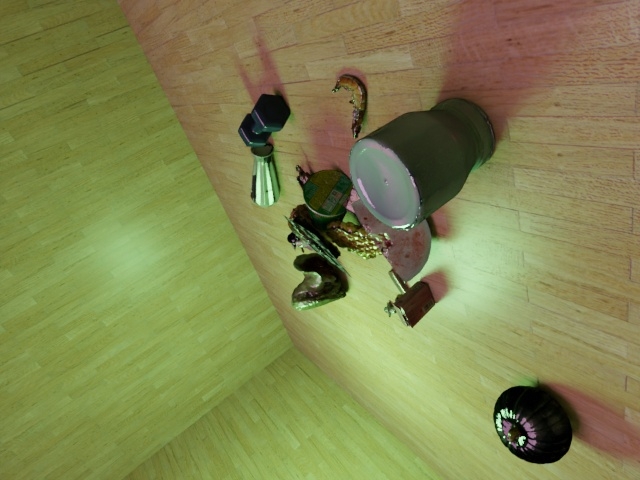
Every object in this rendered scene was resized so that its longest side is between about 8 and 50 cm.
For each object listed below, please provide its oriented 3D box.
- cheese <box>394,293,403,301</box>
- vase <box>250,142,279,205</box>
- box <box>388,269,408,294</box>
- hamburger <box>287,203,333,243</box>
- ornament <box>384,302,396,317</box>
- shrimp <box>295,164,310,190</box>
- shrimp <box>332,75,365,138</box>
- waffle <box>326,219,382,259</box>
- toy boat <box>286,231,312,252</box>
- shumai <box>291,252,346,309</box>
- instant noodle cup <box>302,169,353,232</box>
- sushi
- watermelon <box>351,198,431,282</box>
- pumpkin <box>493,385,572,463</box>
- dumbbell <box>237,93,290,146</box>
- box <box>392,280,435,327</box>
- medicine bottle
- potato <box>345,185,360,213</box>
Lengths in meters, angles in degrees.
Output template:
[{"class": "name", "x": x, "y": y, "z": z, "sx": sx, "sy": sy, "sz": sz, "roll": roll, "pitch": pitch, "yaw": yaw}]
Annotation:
[{"class": "cheese", "x": 0.369, "y": 0.305, "z": 1.809, "sx": 0.086, "sy": 0.036, "sz": 0.163, "roll": 33, "pitch": 149, "yaw": 39}, {"class": "vase", "x": -0.292, "y": -0.332, "z": 2.140, "sx": 0.165, "sy": 0.165, "sz": 0.360, "roll": 45, "pitch": 153, "yaw": 26}, {"class": "box", "x": 0.325, "y": 0.174, "z": 1.730, "sx": 0.115, "sy": 0.025, "sz": 0.048, "roll": 57, "pitch": 157, "yaw": -3}, {"class": "hamburger", "x": -0.037, "y": -0.061, "z": 1.951, "sx": 0.243, "sy": 0.146, "sz": 0.286, "roll": 26, "pitch": 163, "yaw": 35}, {"class": "ornament", "x": 0.324, "y": 0.322, "z": 1.922, "sx": 0.092, "sy": 0.041, "sz": 0.069, "roll": -141, "pitch": 48, "yaw": -62}, {"class": "shrimp", "x": -0.055, "y": -0.242, "z": 1.897, "sx": 0.254, "sy": 0.059, "sz": 0.145, "roll": 59, "pitch": 169, "yaw": -22}, {"class": "shrimp", "x": 0.088, "y": -0.436, "z": 1.338, "sx": 0.148, "sy": 0.035, "sz": 0.195, "roll": 38, "pitch": 145, "yaw": 32}, {"class": "waffle", "x": 0.156, "y": 0.002, "z": 1.666, "sx": 0.281, "sy": 0.058, "sz": 0.301, "roll": 22, "pitch": 164, "yaw": 3}, {"class": "toy boat", "x": -0.104, "y": -0.012, "z": 2.227, "sx": 0.141, "sy": 0.140, "sz": 0.269, "roll": 64, "pitch": 171, "yaw": -21}, {"class": "shumai", "x": -0.019, "y": 0.210, "z": 2.259, "sx": 0.291, "sy": 0.330, "sz": 0.289, "roll": -25, "pitch": 77, "yaw": 32}, {"class": "instant noodle cup", "x": 0.029, "y": -0.147, "z": 1.696, "sx": 0.207, "sy": 0.207, "sz": 0.233, "roll": 49, "pitch": 166, "yaw": 15}, {"class": "sushi", "x": 0.000, "y": 0.000, "z": 1.739, "sx": 0.292, "sy": 0.059, "sz": 0.294, "roll": 34, "pitch": 168, "yaw": 47}, {"class": "watermelon", "x": 0.262, "y": -0.044, "z": 1.423, "sx": 0.322, "sy": 0.188, "sz": 0.175, "roll": 57, "pitch": -168, "yaw": -17}, {"class": "pumpkin", "x": 0.681, "y": 0.603, "z": 1.356, "sx": 0.249, "sy": 0.216, "sz": 0.250, "roll": 16, "pitch": 109, "yaw": 55}, {"class": "dumbbell", "x": -0.252, "y": -0.512, "z": 1.801, "sx": 0.144, "sy": 0.160, "sz": 0.324, "roll": 29, "pitch": 167, "yaw": -21}, {"class": "box", "x": 0.359, "y": 0.244, "z": 1.586, "sx": 0.060, "sy": 0.156, "sz": 0.111, "roll": 14, "pitch": 137, "yaw": 57}, {"class": "medicine bottle", "x": 0.251, "y": -0.196, "z": 1.006, "sx": 0.245, "sy": 0.289, "sz": 0.245, "roll": 46, "pitch": 157, "yaw": 27}, {"class": "potato", "x": 0.167, "y": -0.180, "z": 1.516, "sx": 0.100, "sy": 0.089, "sz": 0.172, "roll": 24, "pitch": 114, "yaw": 21}]
